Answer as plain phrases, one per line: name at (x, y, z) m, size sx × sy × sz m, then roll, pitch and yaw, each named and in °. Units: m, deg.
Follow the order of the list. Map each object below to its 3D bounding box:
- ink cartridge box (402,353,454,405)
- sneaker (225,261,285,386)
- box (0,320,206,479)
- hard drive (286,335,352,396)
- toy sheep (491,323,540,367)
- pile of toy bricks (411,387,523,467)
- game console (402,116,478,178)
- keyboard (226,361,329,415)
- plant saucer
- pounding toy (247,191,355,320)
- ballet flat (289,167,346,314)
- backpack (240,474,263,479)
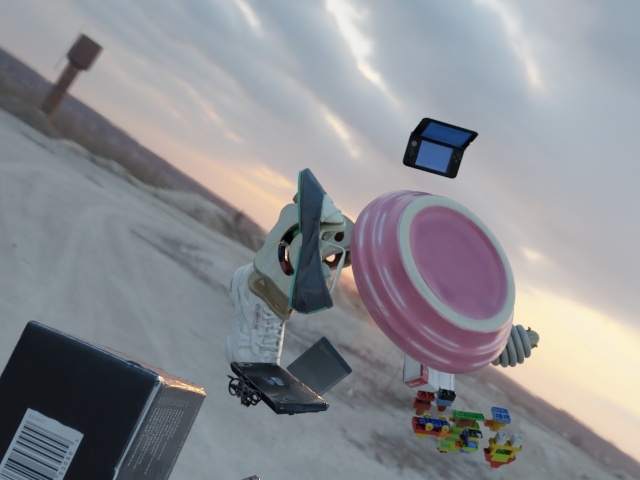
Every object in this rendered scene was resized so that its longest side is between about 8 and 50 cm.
ink cartridge box at (0.259, 0.321, 2.010) m, size 0.056 × 0.099 × 0.135 m, roll -25°, pitch -50°, yaw 34°
sneaker at (-0.128, 0.175, 1.803) m, size 0.114 × 0.305 × 0.152 m, roll 12°, pitch -30°, yaw -36°
box at (-0.489, 0.457, 1.700) m, size 0.297 × 0.480 × 0.472 m, roll 22°, pitch -11°, yaw 9°
hard drive at (-0.003, 0.271, 1.767) m, size 0.094 × 0.135 × 0.022 m, roll 50°, pitch 40°, yaw 6°
toy sheep at (0.337, 0.193, 1.534) m, size 0.091 × 0.132 × 0.091 m, roll 161°, pitch -90°, yaw -90°
pile of toy bricks at (0.253, 0.357, 1.552) m, size 0.212 × 0.105 × 0.118 m, roll 12°, pitch 33°, yaw -14°
game console at (0.243, -0.186, 1.712) m, size 0.122 × 0.107 × 0.071 m, roll 15°, pitch 9°, yaw -10°
keyboard at (-0.068, 0.191, 1.043) m, size 0.100 × 0.038 × 0.192 m, roll 6°, pitch 4°, yaw -22°
plant saucer at (0.204, 0.051, 1.386) m, size 0.332 × 0.332 × 0.084 m, roll 34°, pitch -44°, yaw -17°
pounding toy at (-0.026, 0.036, 1.524) m, size 0.154 × 0.270 × 0.155 m, roll 26°, pitch -37°, yaw 3°
ballet flat at (0.000, 0.000, 1.115) m, size 0.074 × 0.203 × 0.074 m, roll 3°, pitch -19°, yaw 1°
backpack at (-0.103, 0.437, 1.068) m, size 0.263 × 0.276 × 0.213 m, roll -129°, pitch -161°, yaw -66°
